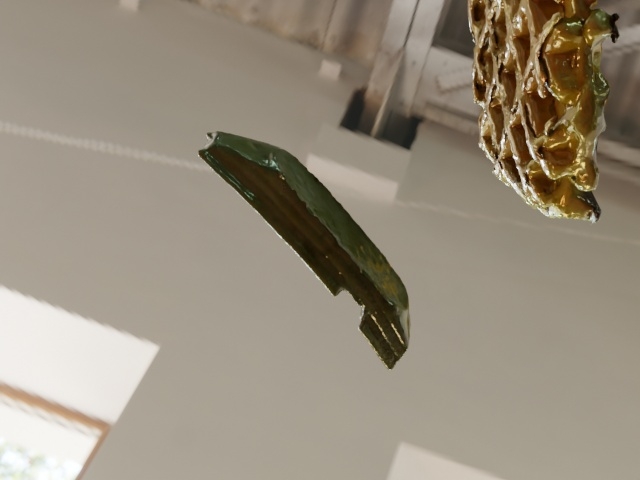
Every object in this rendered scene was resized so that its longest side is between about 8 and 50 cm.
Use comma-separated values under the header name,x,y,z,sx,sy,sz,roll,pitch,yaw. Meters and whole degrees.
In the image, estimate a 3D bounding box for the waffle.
name,x,y,z,sx,sy,sz,roll,pitch,yaw
waffle,0.214,-0.218,1.222,0.095,0.382,0.379,-2,-75,-3

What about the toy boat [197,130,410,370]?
name,x,y,z,sx,sy,sz,roll,pitch,yaw
toy boat,0.000,0.000,1.182,0.055,0.093,0.293,-34,-71,23
